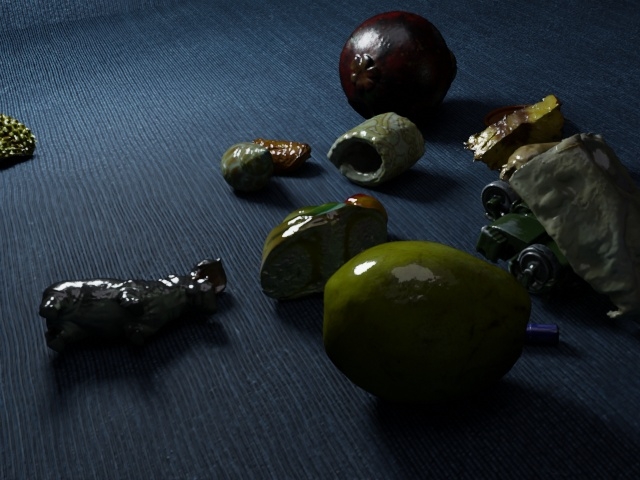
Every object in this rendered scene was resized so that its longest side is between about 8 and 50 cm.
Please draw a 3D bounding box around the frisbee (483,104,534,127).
[{"bbox_3d":[0.494,-0.283,2.277,0.192,0.035,0.192,-3,28,2],"label":"frisbee"}]

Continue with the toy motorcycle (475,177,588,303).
[{"bbox_3d":[0.374,0.006,1.696,0.275,0.127,0.205,28,43,35],"label":"toy motorcycle"}]

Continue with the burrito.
[{"bbox_3d":[0.491,-0.024,1.573,0.190,0.135,0.332,-19,67,-40],"label":"burrito"}]

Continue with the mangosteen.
[{"bbox_3d":[0.196,-0.423,2.336,0.311,0.311,0.311,-4,29,2],"label":"mangosteen"}]

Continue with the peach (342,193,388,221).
[{"bbox_3d":[0.084,-0.042,1.848,0.101,0.100,0.100,-4,29,2],"label":"peach"}]

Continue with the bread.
[{"bbox_3d":[-0.014,0.003,1.717,0.156,0.158,0.261,16,33,39],"label":"bread"}]

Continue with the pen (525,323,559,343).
[{"bbox_3d":[0.252,0.149,1.537,0.269,0.033,0.033,1,29,11],"label":"pen"}]

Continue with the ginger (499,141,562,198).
[{"bbox_3d":[0.475,-0.134,1.915,0.267,0.138,0.152,-15,14,-43],"label":"ginger"}]

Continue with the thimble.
[{"bbox_3d":[0.122,-0.202,2.089,0.190,0.137,0.143,3,28,44],"label":"thimble"}]

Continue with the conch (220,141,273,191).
[{"bbox_3d":[-0.166,-0.169,2.089,0.116,0.106,0.173,-36,38,-2],"label":"conch"}]

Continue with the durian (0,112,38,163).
[{"bbox_3d":[-0.807,-0.245,2.316,0.187,0.119,0.108,0,25,6],"label":"durian"}]

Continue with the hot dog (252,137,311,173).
[{"bbox_3d":[-0.092,-0.199,2.183,0.147,0.065,0.099,7,30,12],"label":"hot dog"}]

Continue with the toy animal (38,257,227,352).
[{"bbox_3d":[-0.310,0.112,1.616,0.343,0.106,0.168,-9,21,-21],"label":"toy animal"}]

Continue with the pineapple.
[{"bbox_3d":[0.446,-0.216,2.074,0.233,0.135,0.079,-27,49,13],"label":"pineapple"}]

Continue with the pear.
[{"bbox_3d":[0.153,0.122,1.392,0.307,0.253,0.253,10,30,2],"label":"pear"}]
